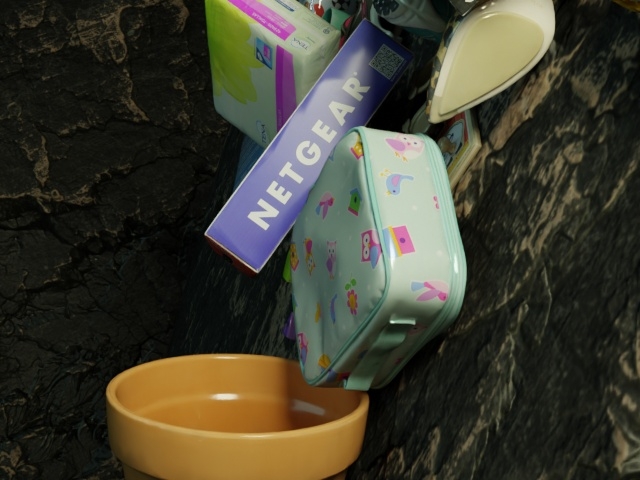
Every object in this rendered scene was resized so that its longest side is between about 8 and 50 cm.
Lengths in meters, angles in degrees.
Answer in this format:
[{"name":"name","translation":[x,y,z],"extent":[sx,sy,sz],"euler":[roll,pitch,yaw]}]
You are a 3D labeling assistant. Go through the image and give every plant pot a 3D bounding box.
[{"name":"plant pot","translation":[-0.095,0.262,0.992],"extent":[0.291,0.290,0.204],"euler":[-150,62,-75]}]

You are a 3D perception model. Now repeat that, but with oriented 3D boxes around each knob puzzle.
[{"name":"knob puzzle","translation":[0.127,-0.111,1.059],"extent":[0.213,0.030,0.213],"euler":[-162,90,-76]}]

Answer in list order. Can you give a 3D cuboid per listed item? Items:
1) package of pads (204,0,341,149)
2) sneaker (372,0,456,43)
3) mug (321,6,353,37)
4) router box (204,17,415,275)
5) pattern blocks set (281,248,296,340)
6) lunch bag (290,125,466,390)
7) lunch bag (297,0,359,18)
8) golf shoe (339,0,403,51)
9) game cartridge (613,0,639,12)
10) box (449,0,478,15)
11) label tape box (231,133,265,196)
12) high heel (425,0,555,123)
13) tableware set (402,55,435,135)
[{"name":"package of pads","translation":[-0.081,-0.270,1.441],"extent":[0.101,0.229,0.297],"euler":[-40,-25,-25]},{"name":"sneaker","translation":[0.122,-0.320,1.119],"extent":[0.107,0.110,0.275],"euler":[-51,22,30]},{"name":"mug","translation":[0.036,-0.318,1.505],"extent":[0.158,0.097,0.130],"euler":[-126,55,-73]},{"name":"router box","translation":[-0.025,-0.107,1.205],"extent":[0.335,0.082,0.301],"euler":[-54,2,-5]},{"name":"pattern blocks set","translation":[0.000,0.000,1.392],"extent":[0.285,0.026,0.325],"euler":[147,139,-67]},{"name":"lunch bag","translation":[0.052,0.034,0.949],"extent":[0.279,0.107,0.224],"euler":[120,145,-54]},{"name":"lunch bag","translation":[0.019,-0.503,1.769],"extent":[0.243,0.114,0.304],"euler":[-165,92,-78]},{"name":"golf shoe","translation":[0.103,-0.389,1.396],"extent":[0.120,0.105,0.273],"euler":[-17,59,51]},{"name":"game cartridge","translation":[0.322,-0.290,0.541],"extent":[0.285,0.052,0.324],"euler":[-117,50,-70]},{"name":"box","translation":[0.192,-0.380,0.865],"extent":[0.257,0.079,0.322],"euler":[-35,29,20]},{"name":"label tape box","translation":[-0.076,-0.212,1.723],"extent":[0.249,0.115,0.348],"euler":[143,140,-66]},{"name":"high heel","translation":[0.172,-0.243,0.916],"extent":[0.261,0.093,0.186],"euler":[-55,22,10]},{"name":"tableware set","translation":[0.148,-0.192,1.033],"extent":[0.168,0.020,0.141],"euler":[-41,26,43]}]
